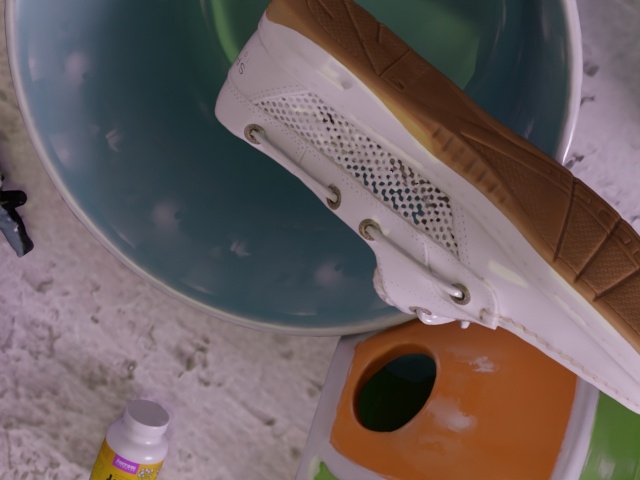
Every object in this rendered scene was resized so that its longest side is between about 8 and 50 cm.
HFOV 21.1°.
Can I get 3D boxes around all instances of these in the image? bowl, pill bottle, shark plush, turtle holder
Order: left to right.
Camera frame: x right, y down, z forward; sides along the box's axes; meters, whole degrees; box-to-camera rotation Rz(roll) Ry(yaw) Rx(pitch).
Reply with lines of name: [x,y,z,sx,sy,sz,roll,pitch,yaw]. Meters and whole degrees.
shark plush: [-0.241,-0.060,1.131,0.161,0.073,0.067,41,139,-24]
pill bottle: [-0.129,0.149,1.164,0.043,0.043,0.083,25,116,7]
bowl: [0.001,-0.121,0.952,0.311,0.163,0.312,6,113,15]
turtle holder: [0.106,0.144,0.996,0.227,0.320,0.243,15,87,5]

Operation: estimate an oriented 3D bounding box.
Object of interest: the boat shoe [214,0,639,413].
boat shoe: [0.065,-0.005,0.838,0.277,0.098,0.096,43,117,8]
